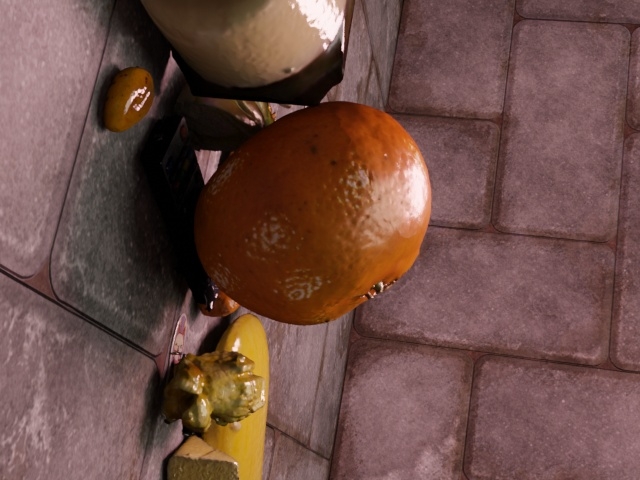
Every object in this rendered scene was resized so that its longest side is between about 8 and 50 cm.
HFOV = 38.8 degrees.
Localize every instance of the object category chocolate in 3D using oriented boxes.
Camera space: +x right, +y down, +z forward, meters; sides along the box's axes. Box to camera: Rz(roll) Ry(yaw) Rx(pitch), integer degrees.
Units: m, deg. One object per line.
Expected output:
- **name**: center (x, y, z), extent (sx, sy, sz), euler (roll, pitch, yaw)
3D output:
- **chocolate**: center (-0.135, -0.390, 1.367), extent (0.297, 0.314, 0.326), euler (7, 93, -69)

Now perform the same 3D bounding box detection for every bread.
- **bread**: center (-0.163, -0.235, 1.635), extent (0.260, 0.158, 0.156), euler (-39, 131, -77)
- **bread**: center (-0.237, 0.523, 1.762), extent (0.178, 0.141, 0.266), euler (20, -70, 60)

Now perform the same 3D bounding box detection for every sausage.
- **sausage**: center (-0.176, 0.060, 1.847), extent (0.238, 0.098, 0.098), euler (-67, 159, -47)

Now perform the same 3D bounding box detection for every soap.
- **soap**: center (-0.182, 0.369, 1.942), extent (0.306, 0.115, 0.428), euler (-11, 106, -74)

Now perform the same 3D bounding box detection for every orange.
- **orange**: center (-0.003, -0.035, 1.545), extent (0.326, 0.424, 0.424), euler (57, 8, 8)

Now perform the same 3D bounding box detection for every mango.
- **mango**: center (-0.282, -0.205, 1.325), extent (0.079, 0.057, 0.114), euler (86, 23, -56)

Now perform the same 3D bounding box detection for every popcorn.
- **popcorn**: center (-0.209, 0.269, 1.682), extent (0.195, 0.168, 0.174), euler (-5, 116, -40)

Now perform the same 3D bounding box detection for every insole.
- **insole**: center (-0.274, 0.232, 1.697), extent (0.065, 0.004, 0.197), euler (62, 36, -70)

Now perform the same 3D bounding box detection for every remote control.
- **remote control**: center (-0.236, -0.043, 1.599), extent (0.399, 0.062, 0.145), euler (80, 19, -47)

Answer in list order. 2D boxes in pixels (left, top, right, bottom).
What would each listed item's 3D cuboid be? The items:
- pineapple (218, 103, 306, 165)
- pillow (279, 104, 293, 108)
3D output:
- **pineapple**: center (-0.113, -0.141, 1.895), extent (0.161, 0.158, 0.335), euler (70, 28, -65)
- **pillow**: center (-0.108, -0.363, 1.830), extent (0.077, 0.181, 0.134), euler (-22, -138, 55)
